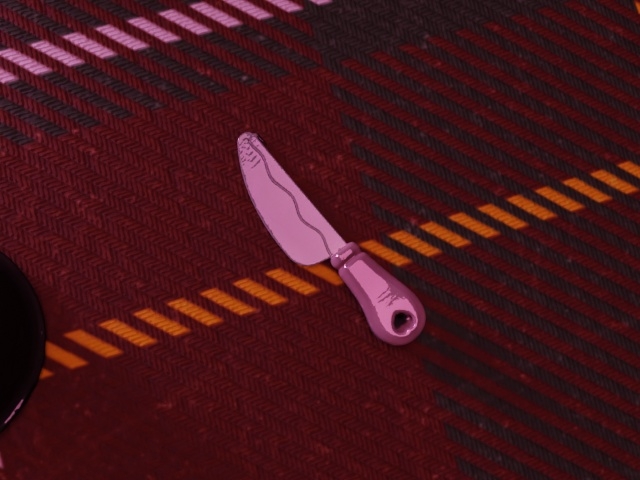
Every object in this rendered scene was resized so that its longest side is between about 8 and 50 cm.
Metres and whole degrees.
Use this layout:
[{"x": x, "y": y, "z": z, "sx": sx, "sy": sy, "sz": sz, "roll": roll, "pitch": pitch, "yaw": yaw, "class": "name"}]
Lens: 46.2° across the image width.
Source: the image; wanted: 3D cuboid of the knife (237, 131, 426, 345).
[{"x": -0.002, "y": 0.002, "z": 0.939, "sx": 0.081, "sy": 0.043, "sz": 0.336, "roll": -43, "pitch": 81, "yaw": -5, "class": "knife"}]

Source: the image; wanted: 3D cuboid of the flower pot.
[{"x": -0.426, "y": 0.109, "z": 0.773, "sx": 0.268, "sy": 0.166, "sz": 0.269, "roll": 2, "pitch": 83, "yaw": -17, "class": "flower pot"}]
